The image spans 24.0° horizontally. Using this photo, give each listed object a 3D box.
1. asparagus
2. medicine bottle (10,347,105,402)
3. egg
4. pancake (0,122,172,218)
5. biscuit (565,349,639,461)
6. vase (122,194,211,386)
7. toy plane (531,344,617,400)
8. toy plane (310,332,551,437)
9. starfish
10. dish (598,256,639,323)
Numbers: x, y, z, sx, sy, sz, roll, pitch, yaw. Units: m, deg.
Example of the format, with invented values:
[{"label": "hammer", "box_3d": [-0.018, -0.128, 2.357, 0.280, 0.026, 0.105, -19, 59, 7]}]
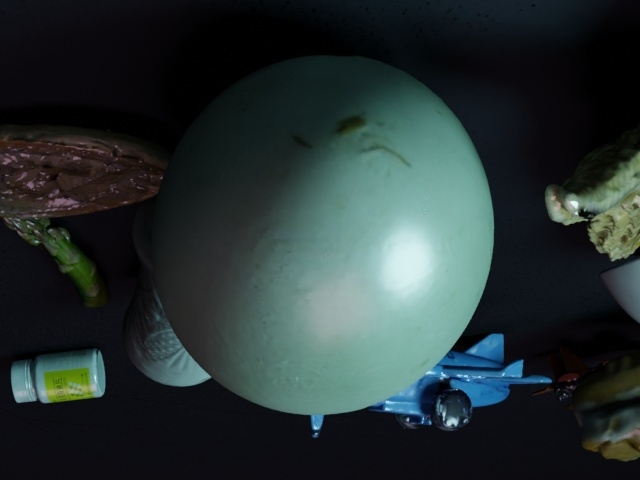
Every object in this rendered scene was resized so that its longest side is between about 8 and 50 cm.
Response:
[{"label": "asparagus", "box_3d": [-0.194, 0.015, 1.148, 0.034, 0.027, 0.236, 3, 162, 9]}, {"label": "medicine bottle", "box_3d": [-0.248, 0.129, 1.425, 0.083, 0.047, 0.047, -7, 161, 1]}, {"label": "egg", "box_3d": [0.000, 0.000, 0.902, 0.203, 0.203, 0.282, -4, 156, -8]}, {"label": "pancake", "box_3d": [-0.171, -0.046, 0.985, 0.158, 0.028, 0.158, -4, 163, -1]}, {"label": "biscuit", "box_3d": [0.435, 0.173, 1.535, 0.268, 0.115, 0.366, -24, 155, 29]}, {"label": "vase", "box_3d": [-0.104, 0.033, 1.137, 0.096, 0.096, 0.219, -3, 157, -8]}, {"label": "toy plane", "box_3d": [0.329, 0.145, 1.627, 0.189, 0.061, 0.130, 0, 159, -17]}, {"label": "toy plane", "box_3d": [0.080, 0.136, 1.478, 0.271, 0.105, 0.254, -1, 175, -25]}, {"label": "starfish", "box_3d": [0.288, -0.067, 0.967, 0.324, 0.082, 0.432, -23, 168, 18]}, {"label": "dish", "box_3d": [0.341, 0.030, 1.182, 0.228, 0.086, 0.236, -22, 173, 34]}]
